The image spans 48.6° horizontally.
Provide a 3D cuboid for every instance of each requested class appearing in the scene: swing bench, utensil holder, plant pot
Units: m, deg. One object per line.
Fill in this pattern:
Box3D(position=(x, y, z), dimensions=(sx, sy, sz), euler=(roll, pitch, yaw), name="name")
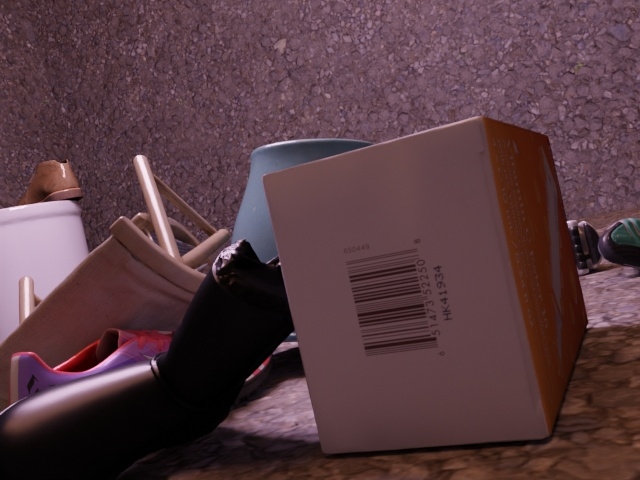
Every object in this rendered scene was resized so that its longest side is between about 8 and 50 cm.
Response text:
Box3D(position=(-0.248, 0.069, 0.847), dimensions=(0.253, 0.165, 0.254), euler=(-42, 23, 10), name="swing bench")
Box3D(position=(-0.743, 0.117, 1.827), dimensions=(0.328, 0.385, 0.327), euler=(-13, 0, 0), name="utensil holder")
Box3D(position=(0.000, 0.000, 0.971), dimensions=(0.272, 0.255, 0.271), euler=(-2, -4, 0), name="plant pot")

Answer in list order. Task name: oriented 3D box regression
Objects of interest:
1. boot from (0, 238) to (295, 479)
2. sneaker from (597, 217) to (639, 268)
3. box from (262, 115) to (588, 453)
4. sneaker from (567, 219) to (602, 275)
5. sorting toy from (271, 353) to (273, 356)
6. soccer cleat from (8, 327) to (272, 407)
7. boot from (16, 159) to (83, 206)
Box3D(position=(-0.122, 0.092, 0.557), dimensions=(0.246, 0.094, 0.207), euler=(-6, -41, -52), name="boot")
Box3D(position=(0.490, 0.016, 1.095), dimensions=(0.224, 0.083, 0.098), euler=(-8, -23, -31), name="sneaker")
Box3D(position=(0.120, 0.022, 0.632), dimensions=(0.168, 0.215, 0.345), euler=(-12, 1, 25), name="box")
Box3D(position=(0.319, 0.034, 1.210), dimensions=(0.292, 0.110, 0.118), euler=(-5, -6, 4), name="sneaker")
Box3D(position=(-0.200, 0.172, 0.987), dimensions=(0.275, 0.046, 0.132), euler=(-6, 5, 41), name="sorting toy")
Box3D(position=(-0.166, 0.134, 0.732), dimensions=(0.109, 0.116, 0.318), euler=(-12, 1, 37), name="soccer cleat")
Box3D(position=(-0.735, -0.139, 1.903), dimensions=(0.305, 0.115, 0.112), euler=(-14, 1, 44), name="boot")
